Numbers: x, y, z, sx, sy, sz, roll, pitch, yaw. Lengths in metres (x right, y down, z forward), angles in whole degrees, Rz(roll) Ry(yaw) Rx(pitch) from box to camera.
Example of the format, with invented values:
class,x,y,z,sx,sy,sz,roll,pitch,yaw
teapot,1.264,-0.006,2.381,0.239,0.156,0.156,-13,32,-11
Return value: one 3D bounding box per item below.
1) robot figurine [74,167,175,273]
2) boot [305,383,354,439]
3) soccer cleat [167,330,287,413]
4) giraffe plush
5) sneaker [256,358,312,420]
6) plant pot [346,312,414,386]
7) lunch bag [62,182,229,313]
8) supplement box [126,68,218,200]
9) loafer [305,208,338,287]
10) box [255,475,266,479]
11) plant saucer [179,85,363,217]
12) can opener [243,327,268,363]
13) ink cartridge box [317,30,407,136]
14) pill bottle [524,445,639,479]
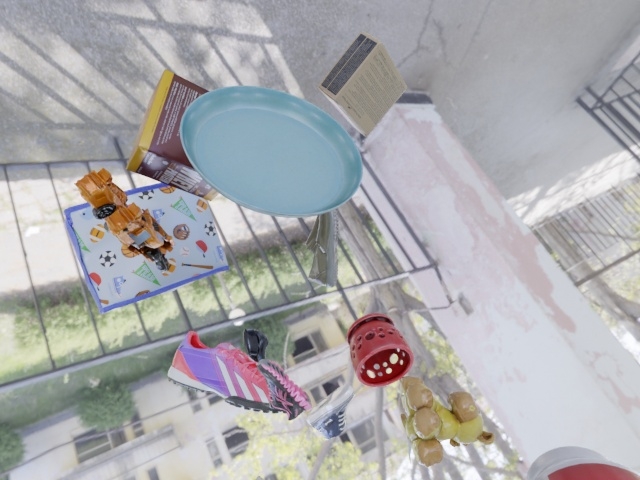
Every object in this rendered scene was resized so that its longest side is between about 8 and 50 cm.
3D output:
class,x,y,z,sx,sy,sz,roll,pitch,yaw
robot figurine,-0.411,-0.034,0.999,0.085,0.211,0.291,-41,168,-11
boot,0.046,0.441,1.157,0.190,0.086,0.069,-48,178,38
soccer cleat,-0.184,0.285,0.975,0.318,0.117,0.108,10,167,23
giraffe plush,0.272,0.390,0.967,0.170,0.181,0.210,-7,124,-2
sneaker,-0.068,0.246,0.733,0.057,0.119,0.047,-41,-169,2
plant pot,0.179,0.342,1.449,0.191,0.174,0.191,-10,127,-13
lunch bag,-0.529,0.008,1.374,0.385,0.328,0.238,-22,-177,-34
supplement box,-0.287,-0.220,0.985,0.194,0.192,0.129,21,156,-28
loafer,0.000,0.000,1.196,0.087,0.252,0.094,1,180,10
box,-0.136,0.613,0.800,0.311,0.121,0.148,-54,147,-33
plant saucer,-0.080,-0.154,0.782,0.317,0.318,0.044,-15,150,-33
can opener,-0.161,0.317,1.154,0.073,0.186,0.059,2,158,-39
ink cartridge box,0.125,-0.435,1.282,0.193,0.088,0.234,-49,151,9
pill bottle,0.394,0.441,0.591,0.229,0.229,0.407,-35,171,12
